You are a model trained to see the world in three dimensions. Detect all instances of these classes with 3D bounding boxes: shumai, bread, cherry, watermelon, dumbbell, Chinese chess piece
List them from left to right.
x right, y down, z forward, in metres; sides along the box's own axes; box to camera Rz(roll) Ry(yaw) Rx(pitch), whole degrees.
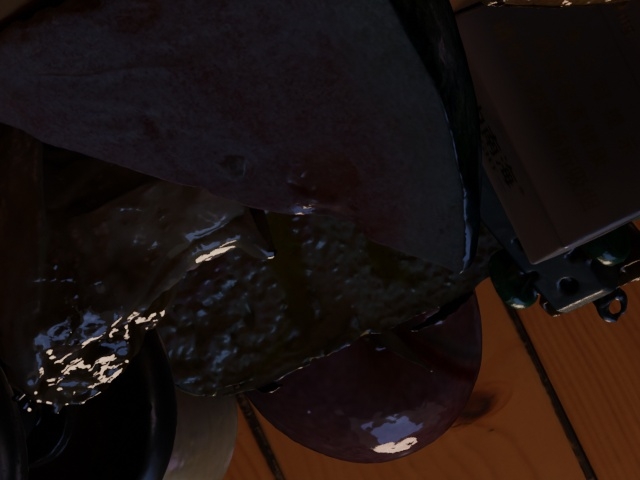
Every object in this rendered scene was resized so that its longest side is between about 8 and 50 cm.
[{"bbox_3d":[-0.198,0.098,0.972,0.192,0.192,0.290,-27,174,24],"label":"dumbbell"},{"bbox_3d":[-0.195,0.146,1.488,0.257,0.104,0.257,3,177,0],"label":"Chinese chess piece"},{"bbox_3d":[-0.078,-0.004,0.736,0.116,0.145,0.145,-8,174,-4],"label":"shumai"},{"bbox_3d":[-0.027,-0.093,0.687,0.202,0.136,0.207,13,-164,-14],"label":"watermelon"},{"bbox_3d":[-0.013,0.005,1.260,0.261,0.158,0.156,-23,-175,-34],"label":"bread"},{"bbox_3d":[0.020,0.066,1.491,0.213,0.236,0.285,-17,-160,-17],"label":"cherry"}]

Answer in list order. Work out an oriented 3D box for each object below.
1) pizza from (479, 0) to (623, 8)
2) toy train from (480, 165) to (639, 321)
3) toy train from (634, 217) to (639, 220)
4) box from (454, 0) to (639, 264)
[{"bbox_3d":[0.191,-0.168,0.875,0.201,0.053,0.193,-9,169,-32],"label":"pizza"},{"bbox_3d":[0.139,-0.045,1.202,0.091,0.227,0.136,-29,-156,34],"label":"toy train"},{"bbox_3d":[0.217,-0.055,1.777,0.198,0.107,0.154,2,169,-20],"label":"toy train"},{"bbox_3d":[0.206,-0.104,1.097,0.243,0.155,0.067,-25,177,-15],"label":"box"}]
